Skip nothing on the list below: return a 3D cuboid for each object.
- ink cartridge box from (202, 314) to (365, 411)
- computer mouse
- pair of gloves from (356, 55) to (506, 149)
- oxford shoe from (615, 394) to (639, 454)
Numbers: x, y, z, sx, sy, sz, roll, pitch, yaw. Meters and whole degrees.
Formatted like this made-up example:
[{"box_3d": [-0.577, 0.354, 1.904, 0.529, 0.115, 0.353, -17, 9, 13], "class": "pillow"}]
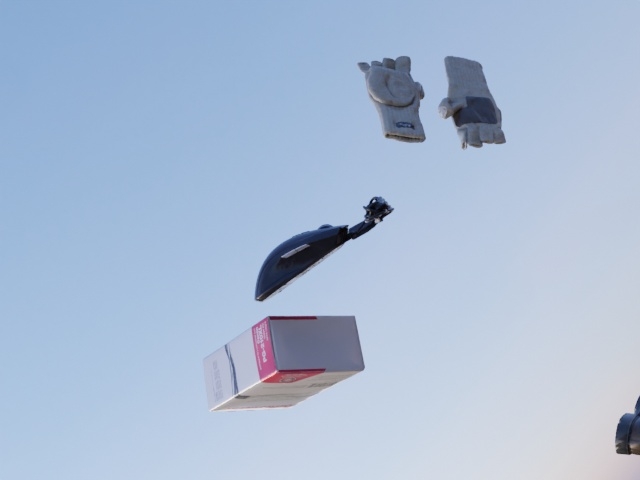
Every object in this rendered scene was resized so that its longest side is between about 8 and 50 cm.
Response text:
[{"box_3d": [-0.066, 0.205, 2.208, 0.172, 0.100, 0.237, 2, -22, -33], "class": "ink cartridge box"}, {"box_3d": [0.000, 0.000, 2.113, 0.262, 0.060, 0.184, -36, -3, 12], "class": "computer mouse"}, {"box_3d": [0.189, -0.229, 2.224, 0.240, 0.204, 0.042, 1, -40, -21], "class": "pair of gloves"}, {"box_3d": [0.569, 0.308, 2.238, 0.227, 0.096, 0.083, -33, -58, -57], "class": "oxford shoe"}]
